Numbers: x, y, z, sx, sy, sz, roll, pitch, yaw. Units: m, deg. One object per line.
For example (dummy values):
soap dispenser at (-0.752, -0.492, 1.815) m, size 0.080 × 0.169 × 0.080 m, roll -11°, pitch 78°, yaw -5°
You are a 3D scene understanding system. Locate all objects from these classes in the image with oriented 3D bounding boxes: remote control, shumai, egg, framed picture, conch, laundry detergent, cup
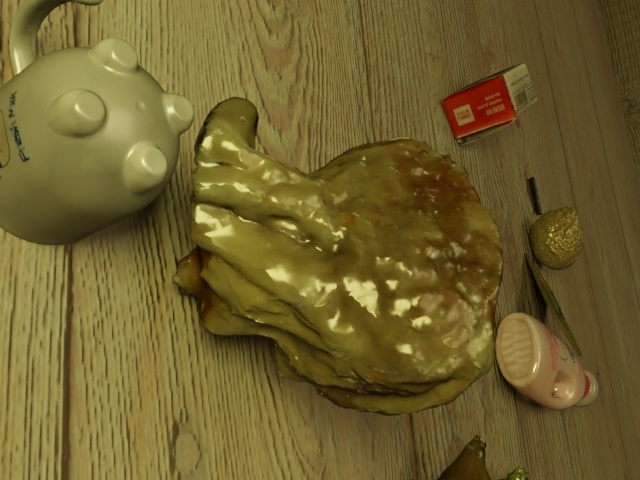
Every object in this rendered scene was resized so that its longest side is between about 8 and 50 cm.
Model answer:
remote control at (0.512, -0.106, 1.448) m, size 0.034 × 0.016 × 0.091 m, roll 18°, pitch 62°, yaw -65°
shumai at (0.000, 0.000, 0.549) m, size 0.262 × 0.267 × 0.314 m, roll 29°, pitch 14°, yaw -40°
egg at (0.523, -0.004, 1.342) m, size 0.116 × 0.118 × 0.140 m, roll -1°, pitch 93°, yaw -32°
framed picture at (0.485, 0.131, 1.274) m, size 0.136 × 0.010 × 0.201 m, roll 48°, pitch 22°, yaw -28°
conch at (0.306, 0.410, 0.949) m, size 0.089 × 0.074 × 0.121 m, roll 10°, pitch 89°, yaw -13°
laundry detergent at (0.449, 0.253, 1.177) m, size 0.335 × 0.087 × 0.159 m, roll 32°, pitch 53°, yaw -41°
cup at (-0.179, -0.096, 0.477) m, size 0.134 × 0.141 × 0.174 m, roll 28°, pitch 56°, yaw -42°

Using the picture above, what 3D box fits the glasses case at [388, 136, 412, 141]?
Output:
glasses case at (0.152, -0.075, 0.932) m, size 0.196 × 0.083 × 0.050 m, roll 46°, pitch 43°, yaw -33°

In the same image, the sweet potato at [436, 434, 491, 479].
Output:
sweet potato at (0.172, 0.427, 0.728) m, size 0.158 × 0.157 × 0.370 m, roll 42°, pitch 40°, yaw -34°

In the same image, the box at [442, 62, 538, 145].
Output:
box at (0.338, -0.272, 1.199) m, size 0.182 × 0.133 × 0.099 m, roll -38°, pitch 106°, yaw -53°
